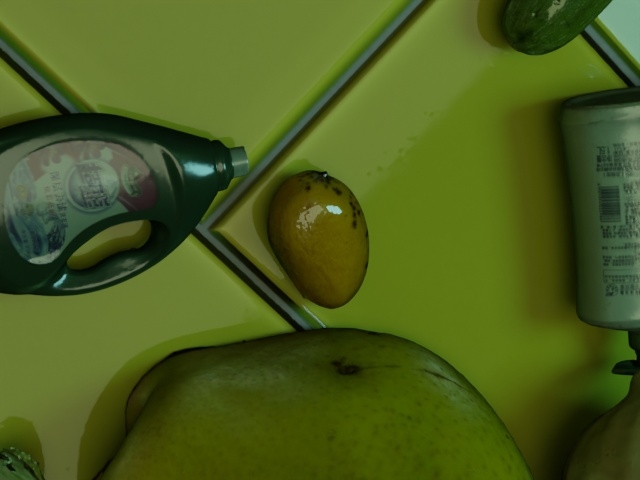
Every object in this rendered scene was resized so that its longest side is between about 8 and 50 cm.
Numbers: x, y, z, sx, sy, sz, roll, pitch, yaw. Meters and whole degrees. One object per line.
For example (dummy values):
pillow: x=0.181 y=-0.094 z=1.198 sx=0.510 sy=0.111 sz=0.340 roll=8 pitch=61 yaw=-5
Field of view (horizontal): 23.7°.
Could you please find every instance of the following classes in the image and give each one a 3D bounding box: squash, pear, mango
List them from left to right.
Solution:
mango: x=0.000 y=0.000 z=1.192 sx=0.079 sy=0.057 sz=0.114 roll=-21 pitch=108 yaw=-16
pear: x=0.016 y=0.248 z=1.176 sx=0.386 sy=0.191 sz=0.340 roll=21 pitch=95 yaw=-17
squash: x=0.232 y=-0.239 z=1.193 sx=0.069 sy=0.069 sz=0.239 roll=43 pitch=90 yaw=-17

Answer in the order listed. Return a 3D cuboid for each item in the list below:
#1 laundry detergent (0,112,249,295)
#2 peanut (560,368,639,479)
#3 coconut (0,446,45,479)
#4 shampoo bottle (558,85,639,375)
laundry detergent: x=-0.156 y=-0.031 z=1.147 sx=0.210 sy=0.063 sz=0.137 roll=-10 pitch=105 yaw=-14
peanut: x=0.265 y=0.259 z=1.248 sx=0.158 sy=0.174 sz=0.340 roll=-1 pitch=98 yaw=1
coconut: x=-0.286 y=0.223 z=1.168 sx=0.158 sy=0.055 sz=0.133 roll=-3 pitch=103 yaw=-11
shampoo bottle: x=0.259 y=-0.004 z=1.237 sx=0.118 sy=0.087 sz=0.234 roll=-9 pitch=103 yaw=-11
